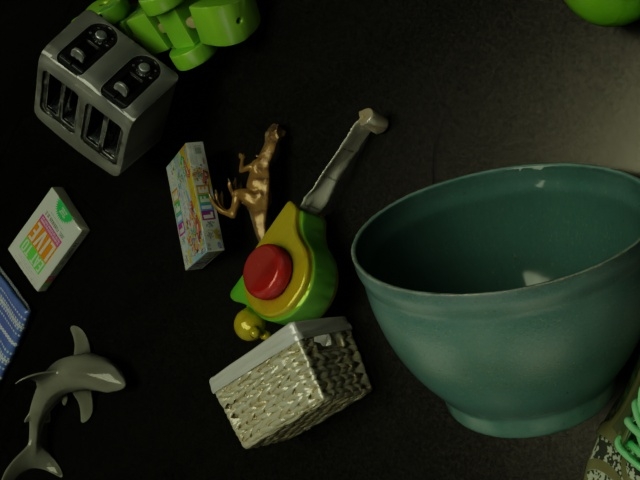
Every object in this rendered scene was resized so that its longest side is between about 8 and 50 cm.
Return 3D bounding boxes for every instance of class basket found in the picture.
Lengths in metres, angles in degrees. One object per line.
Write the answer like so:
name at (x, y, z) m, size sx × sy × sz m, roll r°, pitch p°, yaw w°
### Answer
basket at (-0.034, 0.177, 1.328) m, size 0.167 × 0.113 × 0.103 m, roll -37°, pitch 68°, yaw 33°

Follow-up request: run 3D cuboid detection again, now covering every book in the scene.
book at (-0.430, -0.001, 1.716) m, size 0.144 × 0.035 × 0.096 m, roll -50°, pitch 64°, yaw 26°

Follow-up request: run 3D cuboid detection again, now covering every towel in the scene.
towel at (-0.625, 0.180, 1.863) m, size 0.243 × 0.040 × 0.336 m, roll 43°, pitch 115°, yaw 31°

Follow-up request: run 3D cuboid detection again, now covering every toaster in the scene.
toaster at (-0.302, -0.201, 1.506) m, size 0.168 × 0.110 × 0.185 m, roll 38°, pitch 147°, yaw 5°

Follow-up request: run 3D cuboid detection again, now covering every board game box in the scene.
board game box at (-0.173, -0.046, 1.478) m, size 0.103 × 0.026 × 0.154 m, roll 144°, pitch 116°, yaw -62°

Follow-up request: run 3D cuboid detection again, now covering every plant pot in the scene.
plant pot at (0.192, 0.068, 1.064) m, size 0.293 × 0.293 × 0.196 m, roll 7°, pitch 120°, yaw 39°

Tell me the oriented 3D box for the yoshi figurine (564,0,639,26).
yoshi figurine at (0.366, -0.281, 1.010) m, size 0.362 × 0.203 × 0.203 m, roll 2°, pitch 130°, yaw 26°

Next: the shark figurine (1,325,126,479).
shark figurine at (-0.424, 0.242, 1.650) m, size 0.278 × 0.116 × 0.166 m, roll -49°, pitch 59°, yaw 25°

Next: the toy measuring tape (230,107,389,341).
toy measuring tape at (0.000, 0.000, 1.314) m, size 0.121 × 0.121 × 0.330 m, roll 44°, pitch 106°, yaw 32°

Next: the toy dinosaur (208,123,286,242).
toy dinosaur at (-0.085, -0.050, 1.409) m, size 0.112 × 0.064 × 0.211 m, roll -1°, pitch 88°, yaw 38°

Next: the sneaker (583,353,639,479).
sneaker at (0.325, 0.150, 0.987) m, size 0.158 × 0.182 × 0.410 m, roll 31°, pitch 108°, yaw 36°

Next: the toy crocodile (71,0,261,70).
toy crocodile at (-0.229, -0.303, 1.512) m, size 0.341 × 0.105 × 0.115 m, roll 1°, pitch 129°, yaw 44°
